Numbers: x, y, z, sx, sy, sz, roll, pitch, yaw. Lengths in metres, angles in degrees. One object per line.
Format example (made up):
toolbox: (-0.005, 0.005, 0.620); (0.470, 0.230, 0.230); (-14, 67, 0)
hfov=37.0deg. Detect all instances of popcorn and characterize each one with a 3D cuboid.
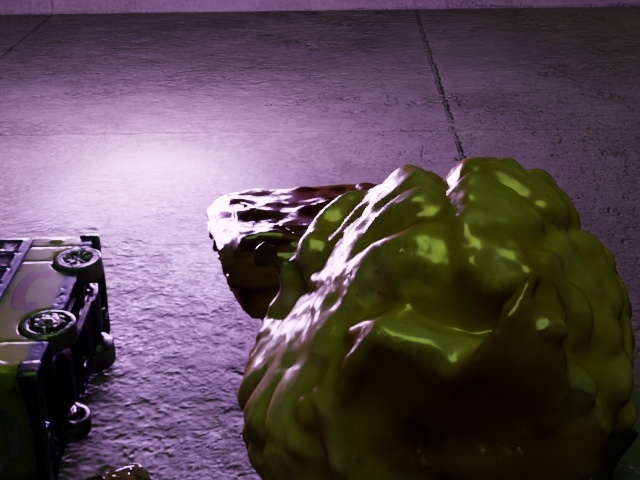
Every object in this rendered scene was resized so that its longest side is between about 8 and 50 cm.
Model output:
popcorn: (0.119, 0.112, 0.798); (0.381, 0.349, 0.349); (34, 20, -18)

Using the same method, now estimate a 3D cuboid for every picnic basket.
picnic basket: (-0.181, 0.229, 0.797); (0.083, 0.072, 0.072); (-14, 29, -27)

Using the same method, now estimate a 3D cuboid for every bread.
bread: (0.038, 0.037, 1.068); (0.324, 0.167, 0.277); (-1, 16, -10)

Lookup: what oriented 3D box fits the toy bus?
toy bus: (-0.314, 0.111, 0.965); (0.175, 0.138, 0.288); (-1, 26, -1)
